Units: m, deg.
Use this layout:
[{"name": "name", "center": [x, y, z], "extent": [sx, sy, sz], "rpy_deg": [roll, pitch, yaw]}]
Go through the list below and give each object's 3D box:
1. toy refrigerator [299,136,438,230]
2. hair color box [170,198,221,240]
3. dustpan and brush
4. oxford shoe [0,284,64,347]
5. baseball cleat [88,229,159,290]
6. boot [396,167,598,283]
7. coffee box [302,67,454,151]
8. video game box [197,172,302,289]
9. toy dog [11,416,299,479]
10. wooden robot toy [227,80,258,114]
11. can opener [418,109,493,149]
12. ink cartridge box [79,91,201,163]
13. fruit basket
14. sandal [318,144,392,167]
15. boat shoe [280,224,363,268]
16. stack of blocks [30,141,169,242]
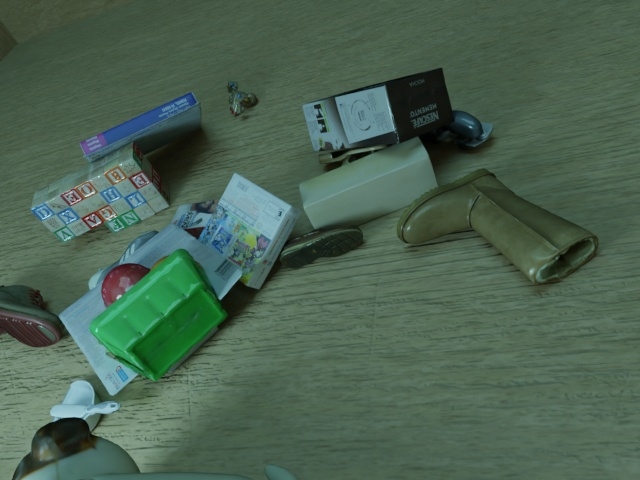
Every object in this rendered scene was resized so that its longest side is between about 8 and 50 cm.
[{"name": "toy refrigerator", "center": [0.099, -0.111, 1.234], "extent": [0.269, 0.102, 0.094], "rpy_deg": [-22, 41, 8]}, {"name": "hair color box", "center": [-0.273, -0.046, 1.408], "extent": [0.167, 0.053, 0.093], "rpy_deg": [-6, 44, 22]}, {"name": "dustpan and brush", "center": [-0.446, 0.324, 1.112], "extent": [0.211, 0.060, 0.147], "rpy_deg": [-7, 45, 23]}, {"name": "oxford shoe", "center": [-0.702, 0.157, 1.383], "extent": [0.348, 0.123, 0.130], "rpy_deg": [7, 46, 32]}, {"name": "baseball cleat", "center": [-0.440, 0.068, 1.384], "extent": [0.206, 0.072, 0.109], "rpy_deg": [-43, 56, -11]}, {"name": "boot", "center": [0.295, -0.011, 1.036], "extent": [0.236, 0.089, 0.269], "rpy_deg": [-33, 42, -6]}, {"name": "coffee box", "center": [0.118, -0.278, 1.287], "extent": [0.168, 0.119, 0.297], "rpy_deg": [-24, 16, -30]}, {"name": "video game box", "center": [-0.157, -0.024, 1.252], "extent": [0.205, 0.048, 0.187], "rpy_deg": [33, 92, 40]}, {"name": "toy dog", "center": [-0.256, 0.385, 0.769], "extent": [0.408, 0.284, 0.395], "rpy_deg": [10, 39, 29]}, {"name": "wooden robot toy", "center": [-0.232, -0.425, 1.788], "extent": [0.079, 0.076, 0.173], "rpy_deg": [0, 34, -23]}, {"name": "can opener", "center": [0.259, -0.265, 1.323], "extent": [0.074, 0.093, 0.280], "rpy_deg": [-46, 39, -19]}, {"name": "ink cartridge box", "center": [-0.485, -0.301, 1.624], "extent": [0.324, 0.071, 0.330], "rpy_deg": [-28, 3, -11]}, {"name": "fruit basket", "center": [-0.356, 0.123, 1.222], "extent": [0.327, 0.165, 0.353], "rpy_deg": [-43, 34, -18]}, {"name": "sandal", "center": [0.084, -0.169, 1.336], "extent": [0.088, 0.079, 0.240], "rpy_deg": [-16, 11, -33]}, {"name": "boat shoe", "center": [0.000, 0.000, 1.202], "extent": [0.178, 0.064, 0.060], "rpy_deg": [-18, 43, 15]}, {"name": "stack of blocks", "center": [-0.570, -0.109, 1.545], "extent": [0.297, 0.171, 0.087], "rpy_deg": [-25, 40, 4]}]
